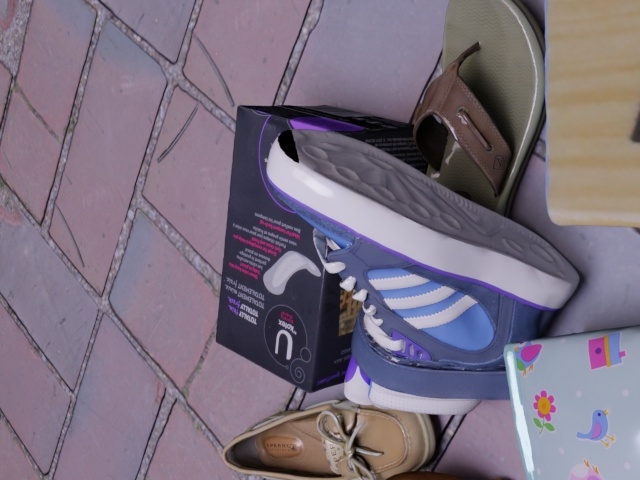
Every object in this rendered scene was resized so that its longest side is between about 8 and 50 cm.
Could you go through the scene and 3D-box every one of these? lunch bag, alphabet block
[{"bbox_3d":[0.286,0.194,0.722,0.223,0.160,0.262,-15,79,44],"label":"lunch bag"},{"bbox_3d":[0.292,-0.108,0.654,0.197,0.192,0.193,3,99,43],"label":"alphabet block"}]

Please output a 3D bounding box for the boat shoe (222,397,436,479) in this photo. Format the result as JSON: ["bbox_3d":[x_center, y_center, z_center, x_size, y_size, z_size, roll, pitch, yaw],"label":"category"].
[{"bbox_3d":[0.006,0.237,1.048,0.285,0.089,0.105,-22,80,43],"label":"boat shoe"}]

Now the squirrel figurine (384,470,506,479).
[{"bbox_3d":[0.134,0.397,0.824,0.397,0.281,0.370,150,125,-62],"label":"squirrel figurine"}]

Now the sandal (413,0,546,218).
[{"bbox_3d":[0.138,-0.092,0.877,0.120,0.086,0.303,21,110,42],"label":"sandal"}]

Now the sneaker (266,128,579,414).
[{"bbox_3d":[0.053,0.060,0.839,0.236,0.322,0.130,-56,24,25],"label":"sneaker"}]

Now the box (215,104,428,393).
[{"bbox_3d":[0.000,0.000,0.985,0.165,0.143,0.270,22,111,43],"label":"box"}]
